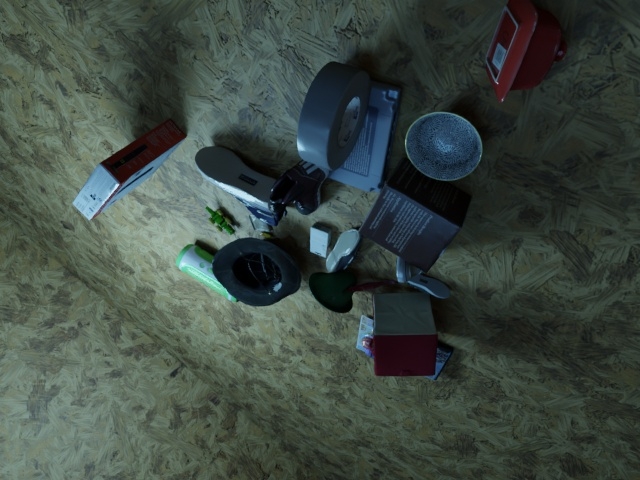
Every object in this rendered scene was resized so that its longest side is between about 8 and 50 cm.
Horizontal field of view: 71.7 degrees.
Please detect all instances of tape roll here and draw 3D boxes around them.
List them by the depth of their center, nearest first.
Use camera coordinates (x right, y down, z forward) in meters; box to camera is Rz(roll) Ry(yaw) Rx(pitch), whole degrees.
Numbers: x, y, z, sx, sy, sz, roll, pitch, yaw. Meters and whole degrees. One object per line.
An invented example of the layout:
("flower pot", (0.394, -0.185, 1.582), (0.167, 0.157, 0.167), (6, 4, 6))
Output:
("tape roll", (0.032, -0.266, 0.958), (0.072, 0.219, 0.219), (23, 138, 14))

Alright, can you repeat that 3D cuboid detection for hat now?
("hat", (0.093, 0.120, 1.450), (0.183, 0.209, 0.172), (-49, 49, 31))
("hat", (-0.221, 0.084, 1.610), (0.332, 0.134, 0.331), (5, 129, 7))

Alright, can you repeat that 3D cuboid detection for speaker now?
("speaker", (-0.437, 0.132, 1.812), (0.297, 0.131, 0.131), (30, 139, 8))

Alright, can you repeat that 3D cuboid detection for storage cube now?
("storage cube", (0.256, 0.291, 1.385), (0.215, 0.183, 0.193), (-2, 127, 8))

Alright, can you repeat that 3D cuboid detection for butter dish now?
("butter dish", (0.380, -0.345, 0.795), (0.118, 0.160, 0.159), (7, 136, -2))

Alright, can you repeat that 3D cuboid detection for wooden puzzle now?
("wooden puzzle", (-0.212, -0.061, 1.559), (0.079, 0.014, 0.116), (10, 133, 22))

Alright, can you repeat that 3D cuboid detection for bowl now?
("bowl", (0.286, -0.227, 1.000), (0.170, 0.080, 0.170), (20, 137, 20))

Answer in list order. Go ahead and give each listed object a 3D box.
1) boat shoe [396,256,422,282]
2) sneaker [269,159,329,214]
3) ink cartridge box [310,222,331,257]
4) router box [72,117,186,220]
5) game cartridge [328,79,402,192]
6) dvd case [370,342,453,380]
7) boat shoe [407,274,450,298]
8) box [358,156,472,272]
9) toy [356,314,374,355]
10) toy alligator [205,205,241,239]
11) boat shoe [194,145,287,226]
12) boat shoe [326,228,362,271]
("boat shoe", (0.259, 0.046, 1.184), (0.076, 0.226, 0.083), (-1, 111, 22))
("sneaker", (-0.079, -0.133, 1.246), (0.106, 0.163, 0.281), (48, 155, 15))
("ink cartridge box", (0.000, 0.000, 1.455), (0.063, 0.029, 0.115), (21, 138, 17))
("router box", (-0.635, -0.233, 1.470), (0.336, 0.301, 0.082), (-24, 112, 46))
("game cartridge", (0.087, -0.269, 1.122), (0.196, 0.060, 0.294), (19, 137, 14))
("dvd case", (0.319, 0.399, 1.571), (0.253, 0.022, 0.180), (18, 130, 7))
("boat shoe", (0.325, 0.137, 1.350), (0.142, 0.049, 0.040), (26, 157, 15))
("box", (0.235, -0.066, 1.107), (0.203, 0.167, 0.168), (32, 130, 5))
("toy", (0.198, 0.387, 1.662), (0.137, 0.056, 0.237), (22, 137, 18))
("toy alligator", (-0.351, -0.056, 1.635), (0.189, 0.056, 0.051), (46, -179, -13))
("boat shoe", (-0.250, -0.163, 1.410), (0.341, 0.127, 0.158), (33, 155, 18))
("boat shoe", (0.088, 0.032, 1.417), (0.065, 0.075, 0.206), (3, 143, -29))
